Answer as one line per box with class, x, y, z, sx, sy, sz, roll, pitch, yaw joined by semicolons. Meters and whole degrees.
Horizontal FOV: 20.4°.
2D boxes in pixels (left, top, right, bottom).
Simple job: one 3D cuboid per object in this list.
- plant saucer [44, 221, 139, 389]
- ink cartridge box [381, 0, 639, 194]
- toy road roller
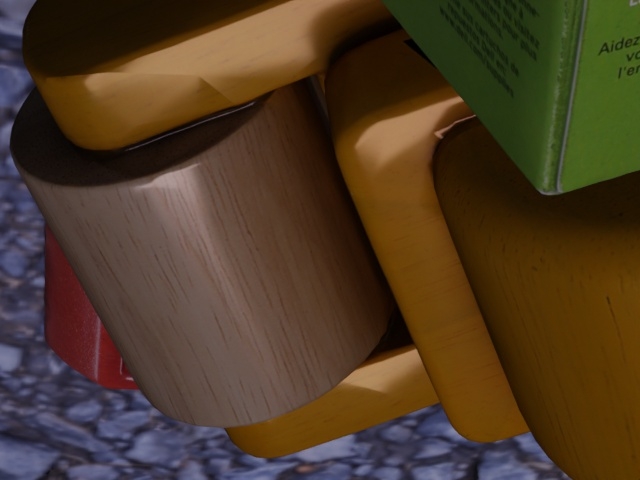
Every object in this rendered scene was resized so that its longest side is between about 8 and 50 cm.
plant saucer;0.000;0.000;0.843;0.259;0.047;0.258;1;143;-9
ink cartridge box;0.134;-0.135;0.520;0.255;0.188;0.097;-18;136;-17
toy road roller;0.064;-0.007;0.631;0.330;0.240;0.202;-19;127;7
